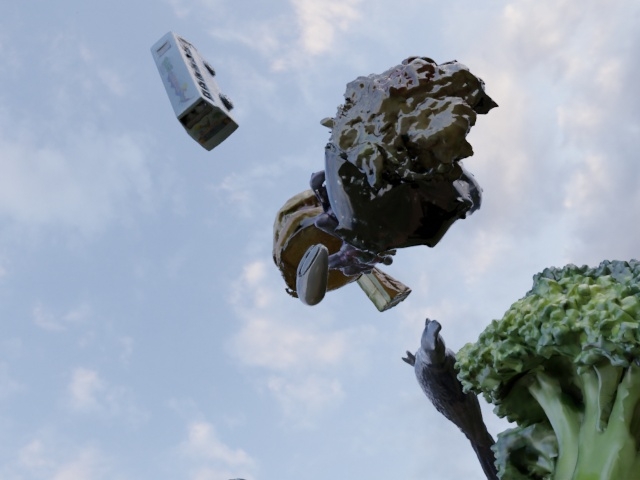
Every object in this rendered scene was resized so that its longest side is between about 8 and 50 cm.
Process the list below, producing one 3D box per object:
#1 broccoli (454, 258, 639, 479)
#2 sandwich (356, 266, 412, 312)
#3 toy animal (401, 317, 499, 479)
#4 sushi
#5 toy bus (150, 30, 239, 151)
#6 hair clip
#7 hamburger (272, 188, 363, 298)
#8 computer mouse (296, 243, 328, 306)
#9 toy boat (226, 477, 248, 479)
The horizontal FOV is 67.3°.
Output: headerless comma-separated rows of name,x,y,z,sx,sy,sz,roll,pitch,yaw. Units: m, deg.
broccoli,0.260,0.180,0.487,0.302,0.249,0.374,-14,-51,-26
sandwich,0.188,0.131,1.501,0.114,0.163,0.079,-11,-36,-47
toy animal,0.214,0.250,0.815,0.081,0.206,0.366,-29,-72,-6
sushi,0.108,-0.126,0.645,0.239,0.225,0.218,9,-48,12
toy bus,-0.303,-0.360,1.126,0.109,0.329,0.136,-38,-36,13
hair clip,0.054,-0.003,0.882,0.137,0.090,0.278,-28,-48,11
hamburger,0.000,0.000,1.047,0.245,0.163,0.244,-15,-50,-18
computer mouse,-0.015,0.051,0.724,0.040,0.066,0.096,5,-92,-17
toy boat,-0.163,0.537,0.996,0.066,0.140,0.059,-10,-76,-44
